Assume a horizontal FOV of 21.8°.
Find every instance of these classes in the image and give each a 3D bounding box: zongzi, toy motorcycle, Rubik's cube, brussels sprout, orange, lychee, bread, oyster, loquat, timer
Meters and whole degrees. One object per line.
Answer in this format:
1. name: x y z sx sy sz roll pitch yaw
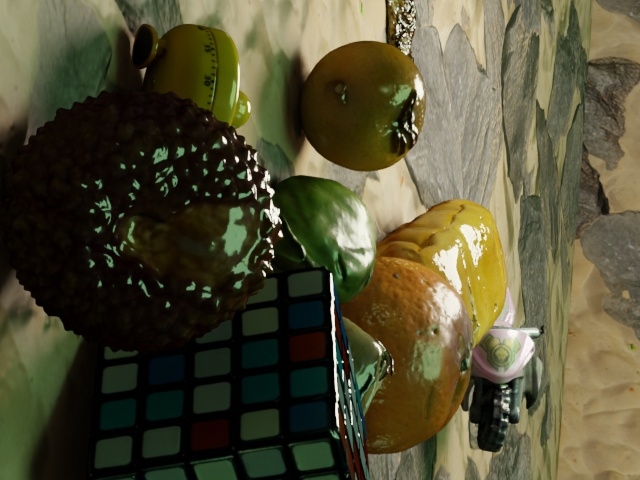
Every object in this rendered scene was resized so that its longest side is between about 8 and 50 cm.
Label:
1. zongzi: -0.006 0.189 1.620 0.194 0.099 0.197 -49 153 -27
2. toy motorcycle: 0.249 0.143 2.396 0.327 0.143 0.188 -87 180 -52
3. Rubik's cube: -0.062 0.151 1.245 0.187 0.182 0.184 -94 172 -47
4. brussels sprout: 0.003 -0.001 1.659 0.181 0.100 0.139 -19 95 -49
5. orange: 0.077 0.126 1.792 0.224 0.170 0.224 0 90 -73
6. lychee: -0.122 -0.016 1.112 0.188 0.188 0.188 2 90 -73
7. bread: 0.141 0.048 2.038 0.294 0.132 0.167 -35 116 -69
8. oyster: 0.103 -0.269 2.070 0.132 0.029 0.086 78 22 -45
9. loquat: 0.044 -0.140 1.711 0.141 0.141 0.141 2 90 -73
10. timer: -0.092 -0.114 1.300 0.107 0.109 0.107 -30 -124 59
